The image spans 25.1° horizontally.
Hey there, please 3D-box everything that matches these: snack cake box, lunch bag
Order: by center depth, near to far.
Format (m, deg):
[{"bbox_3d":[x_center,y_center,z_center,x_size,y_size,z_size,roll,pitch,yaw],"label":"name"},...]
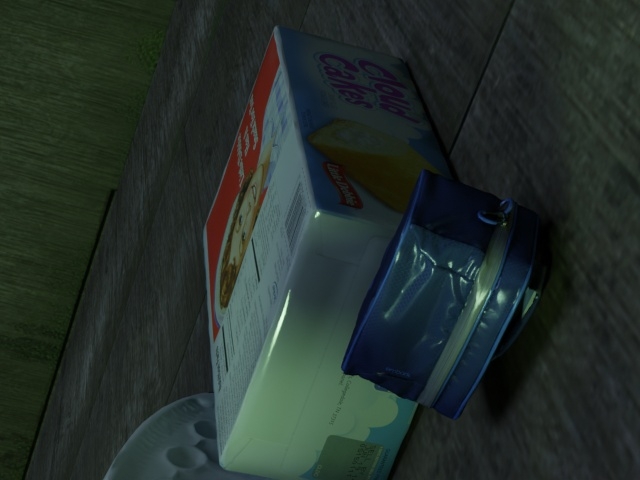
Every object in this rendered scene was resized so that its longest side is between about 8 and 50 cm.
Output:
[{"bbox_3d":[0.057,0.021,0.610,0.067,0.065,0.098,-68,1,-57],"label":"lunch bag"},{"bbox_3d":[0.000,0.000,0.799,0.264,0.089,0.152,-102,29,-62],"label":"snack cake box"}]

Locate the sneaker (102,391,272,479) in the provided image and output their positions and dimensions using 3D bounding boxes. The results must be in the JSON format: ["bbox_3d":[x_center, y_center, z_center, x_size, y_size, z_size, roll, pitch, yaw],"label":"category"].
[{"bbox_3d":[-0.070,0.249,0.732,0.322,0.130,0.236,-82,3,-64],"label":"sneaker"}]
